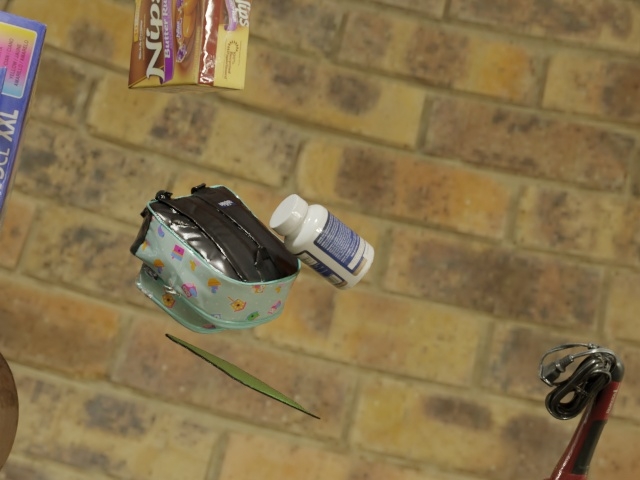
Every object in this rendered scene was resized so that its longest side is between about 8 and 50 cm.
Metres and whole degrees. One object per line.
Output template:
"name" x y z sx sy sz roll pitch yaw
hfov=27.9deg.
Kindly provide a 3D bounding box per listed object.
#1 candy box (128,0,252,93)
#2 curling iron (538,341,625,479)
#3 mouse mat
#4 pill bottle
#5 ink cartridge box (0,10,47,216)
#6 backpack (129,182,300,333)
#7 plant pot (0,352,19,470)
"candy box" -0.129 -0.199 1.248 0.053 0.109 0.187 4 2 -27
"curling iron" 0.192 0.198 1.077 0.068 0.035 0.274 11 -62 2
"mouse mat" -0.100 0.174 1.647 0.152 0.007 0.190 31 -4 -43
"pill bottle" 0.000 0.000 1.518 0.120 0.067 0.067 38 -34 -22
"ink cartridge box" -0.438 -0.123 1.562 0.151 0.270 0.395 13 -11 -12
"backpack" -0.125 0.033 1.587 0.188 0.144 0.166 33 26 29
"plant pot" -0.581 0.236 1.751 0.263 0.263 0.229 3 -9 21
